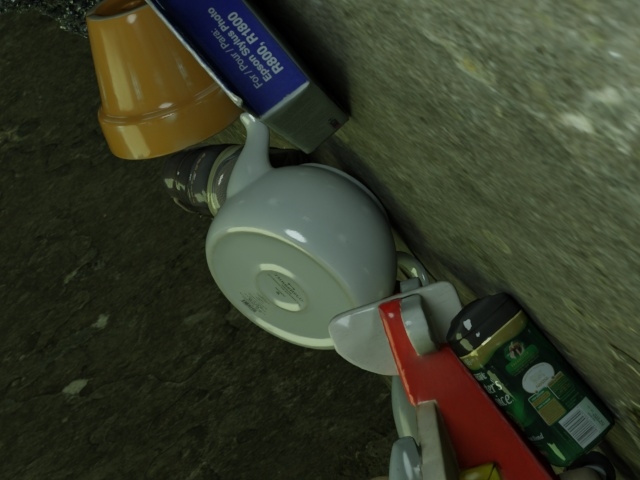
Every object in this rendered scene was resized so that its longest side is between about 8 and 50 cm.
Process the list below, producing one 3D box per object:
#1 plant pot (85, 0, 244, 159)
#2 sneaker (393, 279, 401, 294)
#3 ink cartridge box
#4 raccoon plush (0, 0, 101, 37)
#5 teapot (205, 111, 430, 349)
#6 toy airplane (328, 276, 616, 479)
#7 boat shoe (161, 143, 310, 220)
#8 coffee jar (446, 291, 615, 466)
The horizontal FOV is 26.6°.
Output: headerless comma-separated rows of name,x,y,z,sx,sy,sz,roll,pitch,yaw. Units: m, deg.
plant pot,-0.222,-0.240,1.824,0.205,0.205,0.188,41,155,61
sneaker,0.147,0.108,1.893,0.188,0.066,0.071,43,156,20
ink cartridge box,-0.118,-0.237,1.272,0.324,0.071,0.330,50,-176,8
raccoon plush,-0.417,-0.314,1.827,0.216,0.446,0.299,9,144,43
teapot,0.000,0.000,1.656,0.252,0.187,0.256,17,142,24
toy airplane,0.129,0.235,1.515,0.386,0.272,0.384,38,-164,-50
boat shoe,-0.110,-0.082,1.860,0.130,0.132,0.355,15,178,17
coffee jar,0.207,0.136,1.362,0.184,0.079,0.096,50,175,3
